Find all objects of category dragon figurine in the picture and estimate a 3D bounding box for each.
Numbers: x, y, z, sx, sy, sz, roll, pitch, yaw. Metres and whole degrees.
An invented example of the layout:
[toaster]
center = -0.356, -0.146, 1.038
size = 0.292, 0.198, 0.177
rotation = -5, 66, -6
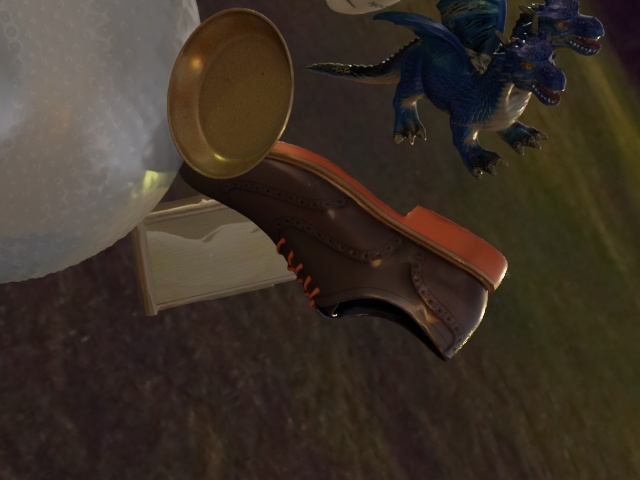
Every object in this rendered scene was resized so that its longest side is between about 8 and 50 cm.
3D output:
[dragon figurine]
center = 0.095, -0.142, 0.798
size = 0.289, 0.085, 0.144
rotation = 37, -34, 45

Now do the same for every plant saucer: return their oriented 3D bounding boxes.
[plant saucer]
center = -0.041, -0.071, 0.522
size = 0.015, 0.083, 0.083
rotation = 5, 59, -52

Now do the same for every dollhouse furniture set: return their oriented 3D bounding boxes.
[dollhouse furniture set]
center = -0.137, -0.033, 1.131
size = 0.242, 0.161, 0.212
rotation = -135, -144, -61

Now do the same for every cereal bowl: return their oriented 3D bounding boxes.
[cereal bowl]
center = -0.258, -0.124, 0.722
size = 0.339, 0.339, 0.141
rotation = 61, 19, -8

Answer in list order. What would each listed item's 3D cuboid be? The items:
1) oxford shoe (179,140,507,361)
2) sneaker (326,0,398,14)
[oxford shoe]
center = 0.000, 0.000, 0.809
size = 0.271, 0.098, 0.097
rotation = 24, -13, 11
[sneaker]
center = -0.008, -0.310, 0.829
size = 0.111, 0.129, 0.297
rotation = -27, 93, -43
